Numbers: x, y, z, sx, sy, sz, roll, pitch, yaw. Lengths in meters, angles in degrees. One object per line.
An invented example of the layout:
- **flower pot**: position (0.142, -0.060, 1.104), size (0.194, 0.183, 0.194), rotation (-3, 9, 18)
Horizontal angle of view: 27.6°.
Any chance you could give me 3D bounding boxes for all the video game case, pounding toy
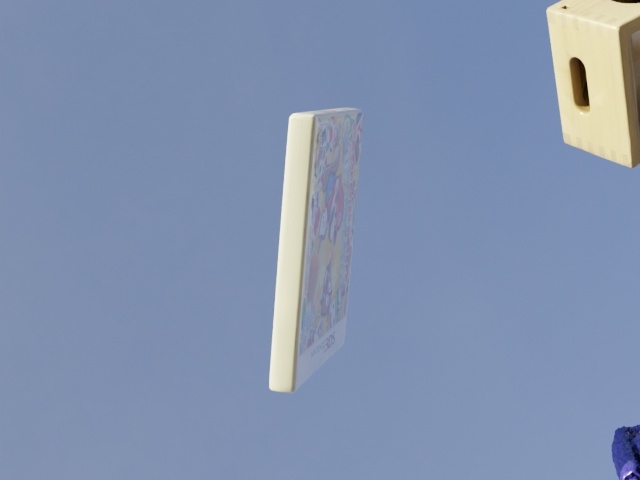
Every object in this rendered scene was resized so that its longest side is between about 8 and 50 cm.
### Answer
- **video game case**: position (0.000, 0.000, 1.134), size (0.026, 0.206, 0.227), rotation (6, -82, 12)
- **pounding toy**: position (0.292, -0.193, 1.092), size (0.206, 0.094, 0.181), rotation (-29, -56, -24)

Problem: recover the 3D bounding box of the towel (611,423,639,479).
- **towel**: position (0.340, 0.316, 1.154), size (0.076, 0.227, 0.308), rotation (-23, -96, 2)
